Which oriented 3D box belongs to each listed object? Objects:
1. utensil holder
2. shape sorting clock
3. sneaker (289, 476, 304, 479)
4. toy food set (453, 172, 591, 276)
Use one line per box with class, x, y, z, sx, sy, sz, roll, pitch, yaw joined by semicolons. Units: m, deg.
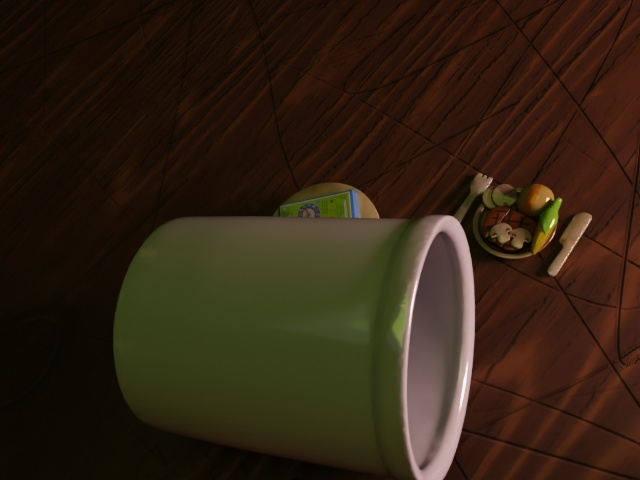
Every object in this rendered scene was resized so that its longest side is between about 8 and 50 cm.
utensil holder;-0.023;0.125;0.971;0.385;0.327;0.328;2;62;23
shape sorting clock;0.000;0.000;1.203;0.206;0.040;0.206;-8;63;16
sneaker;-0.010;0.411;0.942;0.090;0.081;0.232;-39;55;1
toy food set;0.292;-0.034;1.118;0.192;0.038;0.132;25;72;30
